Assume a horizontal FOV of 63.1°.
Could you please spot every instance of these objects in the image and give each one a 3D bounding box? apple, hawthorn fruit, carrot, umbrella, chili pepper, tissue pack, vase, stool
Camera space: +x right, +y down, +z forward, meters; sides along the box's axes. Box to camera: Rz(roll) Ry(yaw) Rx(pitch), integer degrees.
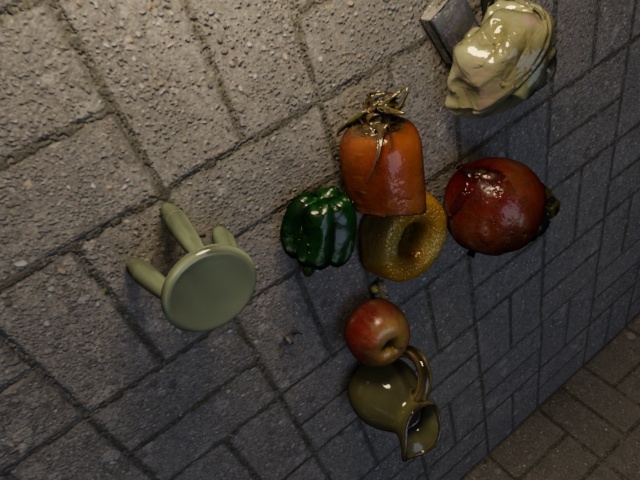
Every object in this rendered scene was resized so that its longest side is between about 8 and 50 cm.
[{"bbox_3d":[0.170,0.278,1.567,0.210,0.164,0.209,-13,124,-21],"label":"apple"},{"bbox_3d":[0.507,-0.101,1.511,0.316,0.316,0.315,-20,128,-28],"label":"hawthorn fruit"},{"bbox_3d":[0.140,-0.187,1.219,0.214,0.193,0.331,-33,126,-41],"label":"carrot"},{"bbox_3d":[0.425,-0.574,1.315,0.036,0.031,0.133,-34,134,-14],"label":"umbrella"},{"bbox_3d":[0.000,0.000,1.263,0.174,0.165,0.261,-24,133,-40],"label":"chili pepper"},{"bbox_3d":[0.317,-0.519,1.252,0.112,0.051,0.156,-52,136,0],"label":"tissue pack"},{"bbox_3d":[0.258,0.491,1.682,0.241,0.302,0.329,0,116,-38],"label":"vase"},{"bbox_3d":[-0.256,0.055,1.068,0.195,0.199,0.195,28,100,-44],"label":"stool"}]

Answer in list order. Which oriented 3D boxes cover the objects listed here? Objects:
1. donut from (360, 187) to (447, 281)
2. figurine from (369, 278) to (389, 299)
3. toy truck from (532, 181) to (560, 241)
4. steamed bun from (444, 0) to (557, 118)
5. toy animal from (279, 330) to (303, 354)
[{"bbox_3d":[0.244,-0.010,1.484,0.303,0.110,0.302,-19,127,-27],"label":"donut"},{"bbox_3d":[0.179,0.156,1.588,0.051,0.047,0.083,-24,132,-4],"label":"figurine"},{"bbox_3d":[0.721,-0.091,1.767,0.224,0.165,0.147,-32,132,-18],"label":"toy truck"},{"bbox_3d":[0.461,-0.422,1.272,0.268,0.207,0.280,-42,154,-18],"label":"steamed bun"},{"bbox_3d":[-0.089,0.283,1.465,0.084,0.028,0.050,-43,144,-9],"label":"toy animal"}]
